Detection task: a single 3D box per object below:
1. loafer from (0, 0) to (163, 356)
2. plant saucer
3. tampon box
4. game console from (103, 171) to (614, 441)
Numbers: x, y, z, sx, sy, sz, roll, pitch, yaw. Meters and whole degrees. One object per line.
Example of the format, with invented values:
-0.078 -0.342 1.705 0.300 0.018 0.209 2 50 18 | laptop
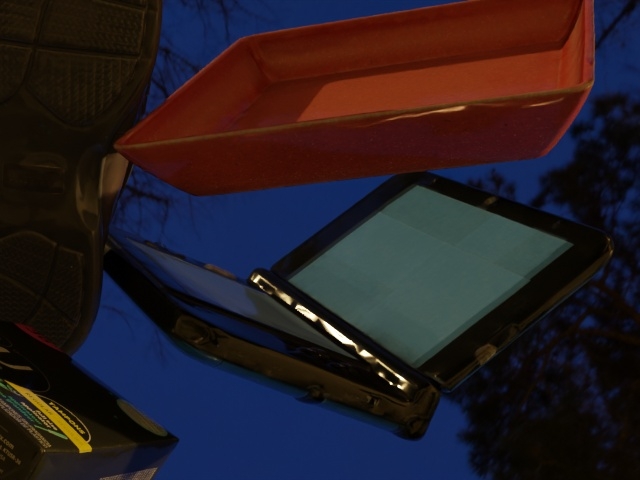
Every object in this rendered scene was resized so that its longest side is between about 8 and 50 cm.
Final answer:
-0.159 -0.076 0.673 0.109 0.095 0.303 12 -72 -4 | loafer
0.039 -0.094 0.678 0.259 0.048 0.258 -5 -158 16 | plant saucer
-0.170 0.110 0.556 0.120 0.161 0.101 34 -89 15 | tampon box
0.000 0.000 0.758 0.250 0.293 0.173 24 -89 -27 | game console
